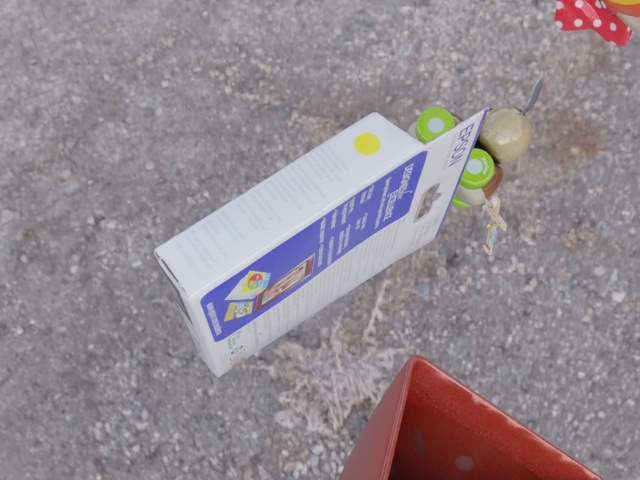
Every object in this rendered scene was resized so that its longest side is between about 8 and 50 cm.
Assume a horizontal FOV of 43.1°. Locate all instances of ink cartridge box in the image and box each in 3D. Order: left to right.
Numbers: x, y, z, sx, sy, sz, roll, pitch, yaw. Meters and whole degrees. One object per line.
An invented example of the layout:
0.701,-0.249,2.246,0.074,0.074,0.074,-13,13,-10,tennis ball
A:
0.000,0.000,0.805,0.307,0.303,0.072,-35,73,-14,ink cartridge box

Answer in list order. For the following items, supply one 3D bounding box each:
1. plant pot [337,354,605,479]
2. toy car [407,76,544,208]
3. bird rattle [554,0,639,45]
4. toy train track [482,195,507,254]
0.114,0.330,0.807,0.267,0.235,0.267,34,32,-5,plant pot
0.231,-0.155,1.129,0.188,0.155,0.149,-41,81,-4,toy car
0.253,-0.243,0.702,0.143,0.253,0.207,-27,51,3,bird rattle
0.192,-0.015,0.926,0.014,0.083,0.048,-16,46,-13,toy train track
